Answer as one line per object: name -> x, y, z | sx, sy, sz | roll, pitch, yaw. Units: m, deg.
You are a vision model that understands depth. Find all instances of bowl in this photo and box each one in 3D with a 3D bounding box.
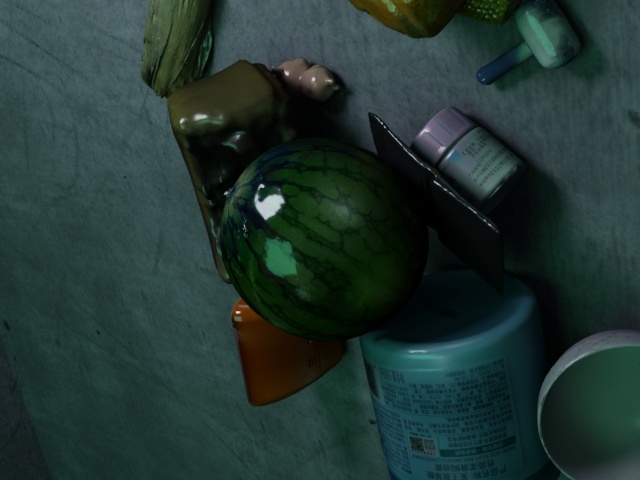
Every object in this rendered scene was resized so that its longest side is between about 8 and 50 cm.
bowl -> 0.504, 0.268, 1.510 | 0.287, 0.144, 0.287 | 3, 111, 9

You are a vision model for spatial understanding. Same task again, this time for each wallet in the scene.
wallet -> 0.198, -0.061, 1.539 | 0.323, 0.041, 0.247 | 48, 172, 27

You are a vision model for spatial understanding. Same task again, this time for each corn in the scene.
corn -> -0.301, -0.442, 1.890 | 0.122, 0.123, 0.305 | 36, 135, 20
corn -> 0.197, -0.426, 1.453 | 0.260, 0.091, 0.091 | 33, 135, 22

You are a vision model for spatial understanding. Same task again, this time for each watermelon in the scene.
watermelon -> 0.000, 0.000, 1.521 | 0.363, 0.363, 0.363 | 23, 129, 32

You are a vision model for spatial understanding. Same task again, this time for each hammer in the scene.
hammer -> 0.316, -0.301, 1.439 | 0.116, 0.069, 0.194 | 57, 144, -2

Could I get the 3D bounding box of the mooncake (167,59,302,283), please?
mooncake -> -0.145, -0.141, 1.766 | 0.394, 0.246, 0.393 | 101, 146, -73

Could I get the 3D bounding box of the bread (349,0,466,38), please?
bread -> 0.124, -0.508, 1.348 | 0.328, 0.148, 0.337 | 45, 110, 14

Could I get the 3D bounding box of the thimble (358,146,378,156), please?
thimble -> 0.066, -0.103, 1.735 | 0.098, 0.150, 0.150 | -17, 103, 46

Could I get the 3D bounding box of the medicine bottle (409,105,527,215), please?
medicine bottle -> 0.249, -0.134, 1.554 | 0.168, 0.135, 0.135 | 45, 137, 14

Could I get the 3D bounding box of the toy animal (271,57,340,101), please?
toy animal -> -0.030, -0.309, 1.747 | 0.150, 0.089, 0.083 | 9, 118, 30

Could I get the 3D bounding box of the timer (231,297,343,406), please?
timer -> -0.085, 0.208, 1.995 | 0.161, 0.250, 0.257 | 13, 123, 38

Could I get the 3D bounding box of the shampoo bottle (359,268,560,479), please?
shampoo bottle -> 0.254, 0.268, 1.650 | 0.331, 0.331, 0.343 | 5, 117, 42
